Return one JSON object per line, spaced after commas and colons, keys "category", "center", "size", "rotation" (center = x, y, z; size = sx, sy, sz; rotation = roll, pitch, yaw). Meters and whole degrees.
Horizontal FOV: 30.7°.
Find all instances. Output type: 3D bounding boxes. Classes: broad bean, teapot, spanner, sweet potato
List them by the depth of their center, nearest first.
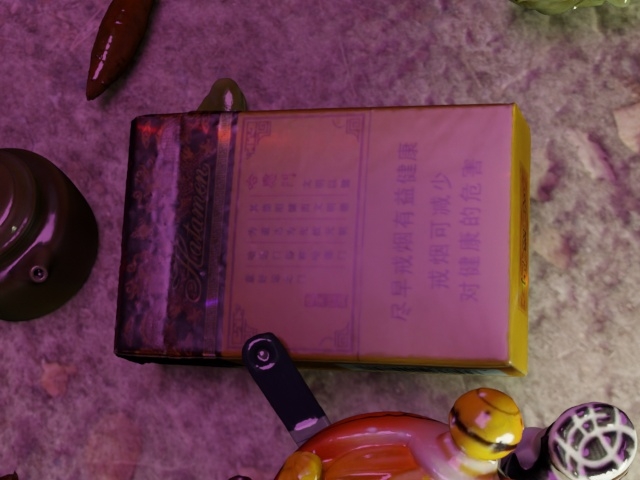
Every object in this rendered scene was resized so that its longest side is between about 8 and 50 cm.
{"category": "spanner", "center": [0.016, 0.227, 1.100], "size": [0.087, 0.024, 0.316], "rotation": [-33, 88, -1]}
{"category": "teapot", "center": [-0.370, -0.029, 1.300], "size": [0.185, 0.175, 0.268], "rotation": [-44, 63, -9]}
{"category": "broad bean", "center": [-0.116, -0.147, 1.358], "size": [0.063, 0.045, 0.083], "rotation": [21, 81, 23]}
{"category": "sweet potato", "center": [-0.234, -0.285, 1.444], "size": [0.057, 0.057, 0.264], "rotation": [13, 69, 20]}

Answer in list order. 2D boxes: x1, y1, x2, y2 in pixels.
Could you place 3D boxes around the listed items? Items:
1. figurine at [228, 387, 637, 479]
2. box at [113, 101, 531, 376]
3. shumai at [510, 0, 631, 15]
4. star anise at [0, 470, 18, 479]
{"category": "figurine", "center": [0.091, 0.246, 0.992], "size": [0.323, 0.320, 0.196], "rotation": [-3, 28, -16]}
{"category": "box", "center": [-0.001, 0.000, 1.186], "size": [0.415, 0.116, 0.264], "rotation": [-1, 80, 19]}
{"category": "shumai", "center": [0.321, -0.354, 1.262], "size": [0.218, 0.256, 0.189], "rotation": [18, 42, -9]}
{"category": "star anise", "center": [-0.367, 0.310, 1.183], "size": [0.190, 0.126, 0.220], "rotation": [-36, 35, -3]}
